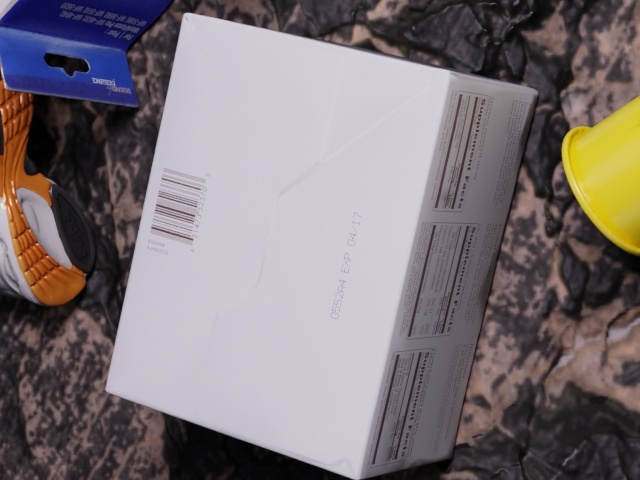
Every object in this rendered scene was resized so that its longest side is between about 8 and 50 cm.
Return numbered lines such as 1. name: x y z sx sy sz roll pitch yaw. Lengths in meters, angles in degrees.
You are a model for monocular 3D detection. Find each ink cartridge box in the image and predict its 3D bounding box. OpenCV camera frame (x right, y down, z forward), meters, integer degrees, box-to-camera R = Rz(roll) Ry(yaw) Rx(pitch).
1. ink cartridge box: -0.196 -0.265 1.372 0.065 0.165 0.333 -20 81 27

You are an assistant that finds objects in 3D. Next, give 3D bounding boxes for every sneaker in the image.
1. sneaker: -0.271 -0.066 1.415 0.121 0.099 0.262 -3 113 38

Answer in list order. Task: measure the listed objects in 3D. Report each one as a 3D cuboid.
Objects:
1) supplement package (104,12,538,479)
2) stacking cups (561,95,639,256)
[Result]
1. supplement package: 0.000 0.000 1.268 0.204 0.145 0.262 16 97 28
2. stacking cups: 0.284 -0.108 1.105 0.316 0.096 0.096 -38 72 35
